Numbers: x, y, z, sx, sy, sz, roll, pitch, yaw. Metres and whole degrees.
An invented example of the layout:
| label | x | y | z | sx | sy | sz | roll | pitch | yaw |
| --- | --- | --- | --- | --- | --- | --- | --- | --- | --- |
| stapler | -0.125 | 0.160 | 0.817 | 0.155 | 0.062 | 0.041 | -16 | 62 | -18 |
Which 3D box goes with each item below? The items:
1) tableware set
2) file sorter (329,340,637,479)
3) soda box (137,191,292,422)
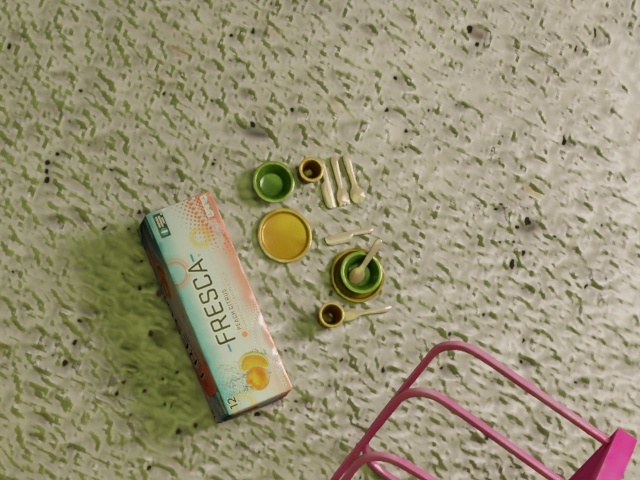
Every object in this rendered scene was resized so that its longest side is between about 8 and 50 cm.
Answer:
| label | x | y | z | sx | sy | sz | roll | pitch | yaw |
| --- | --- | --- | --- | --- | --- | --- | --- | --- | --- |
| tableware set | 0.000 | 0.000 | 1.677 | 0.104 | 0.024 | 0.154 | -12 | 81 | -15 |
| file sorter | 0.079 | 0.249 | 1.496 | 0.182 | 0.202 | 0.291 | 34 | 44 | 1 |
| soda box | -0.089 | 0.057 | 1.625 | 0.063 | 0.058 | 0.183 | -21 | 83 | -17 |
